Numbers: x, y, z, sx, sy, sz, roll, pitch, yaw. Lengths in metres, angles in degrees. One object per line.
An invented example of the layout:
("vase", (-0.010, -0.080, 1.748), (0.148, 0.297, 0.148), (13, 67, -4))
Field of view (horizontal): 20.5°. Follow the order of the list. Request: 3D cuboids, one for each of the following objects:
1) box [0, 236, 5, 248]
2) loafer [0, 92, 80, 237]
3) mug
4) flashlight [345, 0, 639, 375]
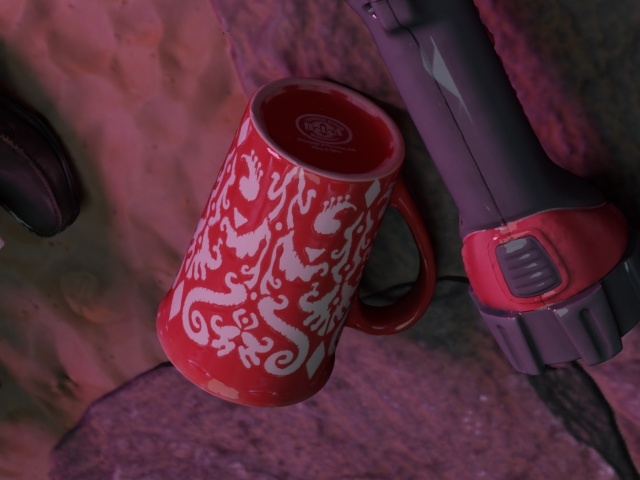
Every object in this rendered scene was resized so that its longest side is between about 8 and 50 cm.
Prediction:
("box", (-0.304, -0.047, 1.064), (0.203, 0.103, 0.114), (55, 161, -25))
("loafer", (-0.210, -0.062, 1.072), (0.062, 0.061, 0.170), (-20, 119, 32))
("mug", (-0.007, -0.006, 1.033), (0.113, 0.150, 0.169), (47, 135, 30))
("flashlight", (0.083, -0.073, 0.934), (0.103, 0.103, 0.304), (15, 138, 57))
